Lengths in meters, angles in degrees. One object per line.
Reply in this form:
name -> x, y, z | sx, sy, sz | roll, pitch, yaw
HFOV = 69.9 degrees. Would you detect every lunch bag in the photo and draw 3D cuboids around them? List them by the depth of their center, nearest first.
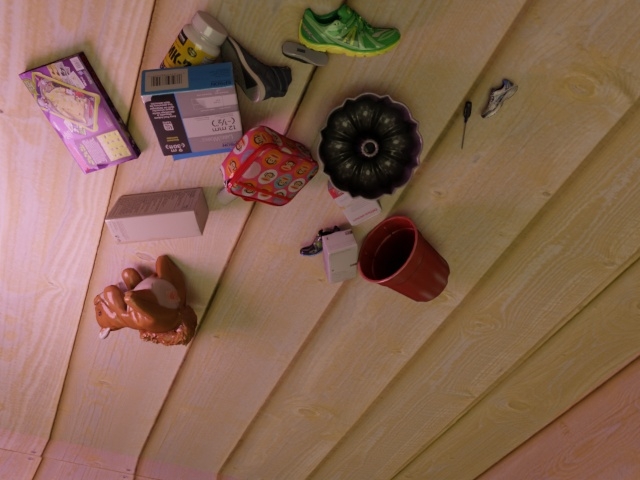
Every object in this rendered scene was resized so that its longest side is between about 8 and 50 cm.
lunch bag -> -0.174, -0.219, 1.477 | 0.258, 0.120, 0.293 | -43, 151, 24

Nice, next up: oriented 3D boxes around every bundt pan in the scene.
bundt pan -> 0.152, -0.298, 1.455 | 0.330, 0.124, 0.331 | 0, 105, 0

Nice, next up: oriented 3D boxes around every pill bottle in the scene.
pill bottle -> -0.363, -0.536, 1.311 | 0.119, 0.119, 0.208 | 33, 119, -23

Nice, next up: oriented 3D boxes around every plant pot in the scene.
plant pot -> 0.327, 0.090, 1.713 | 0.265, 0.273, 0.272 | 34, 119, -32

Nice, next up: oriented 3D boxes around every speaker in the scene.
speaker -> -0.301, -0.179, 1.612 | 0.136, 0.055, 0.055 | -33, 121, 20

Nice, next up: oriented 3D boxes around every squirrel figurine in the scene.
squirrel figurine -> -0.707, 0.304, 1.831 | 0.370, 0.281, 0.397 | -23, 121, 22

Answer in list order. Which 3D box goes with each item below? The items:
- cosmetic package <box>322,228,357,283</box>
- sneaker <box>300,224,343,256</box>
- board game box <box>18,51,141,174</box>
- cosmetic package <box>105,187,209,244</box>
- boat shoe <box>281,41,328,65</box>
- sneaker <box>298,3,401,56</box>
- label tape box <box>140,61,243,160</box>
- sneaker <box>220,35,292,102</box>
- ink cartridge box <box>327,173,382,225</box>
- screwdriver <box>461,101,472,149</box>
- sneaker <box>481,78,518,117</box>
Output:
cosmetic package -> 0.074, 0.064, 1.728 | 0.117, 0.086, 0.231 | -16, 148, -6
sneaker -> 0.000, 0.000, 1.752 | 0.188, 0.067, 0.078 | -28, 110, 15
board game box -> -0.751, -0.392, 1.452 | 0.208, 0.056, 0.347 | -16, 125, 5
cosmetic package -> -0.565, -0.088, 1.610 | 0.308, 0.160, 0.113 | -4, 127, 3
boat shoe -> -0.046, -0.550, 1.357 | 0.141, 0.040, 0.049 | 15, 87, -11
sneaker -> 0.085, -0.592, 1.287 | 0.295, 0.110, 0.124 | 3, 130, -3
label tape box -> -0.359, -0.344, 1.368 | 0.248, 0.115, 0.348 | -9, 146, -7
sneaker -> -0.184, -0.512, 1.359 | 0.226, 0.163, 0.086 | 57, 140, 8
ink cartridge box -> 0.123, -0.156, 1.627 | 0.127, 0.072, 0.175 | -27, 122, 16
screwdriver -> 0.475, -0.378, 1.512 | 0.025, 0.024, 0.170 | 20, 136, 20
sneaker -> 0.552, -0.450, 1.446 | 0.058, 0.052, 0.135 | 36, 111, -13
